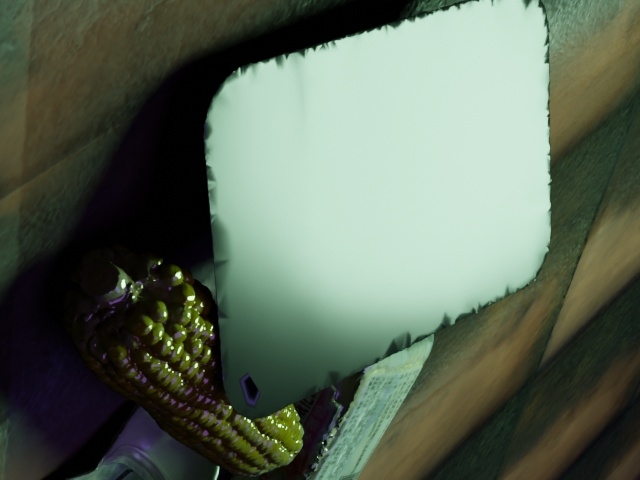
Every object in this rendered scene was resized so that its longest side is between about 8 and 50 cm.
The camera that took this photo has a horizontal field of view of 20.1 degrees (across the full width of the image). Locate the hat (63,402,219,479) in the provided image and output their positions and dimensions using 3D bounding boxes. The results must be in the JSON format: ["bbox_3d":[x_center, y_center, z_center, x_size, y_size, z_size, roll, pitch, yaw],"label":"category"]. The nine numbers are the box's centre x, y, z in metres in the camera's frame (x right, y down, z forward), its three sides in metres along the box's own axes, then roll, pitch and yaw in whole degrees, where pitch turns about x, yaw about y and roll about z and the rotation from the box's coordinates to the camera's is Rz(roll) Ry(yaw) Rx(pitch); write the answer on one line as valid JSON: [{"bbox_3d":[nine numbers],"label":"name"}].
[{"bbox_3d":[-0.155,0.188,1.362,0.122,0.081,0.166,42,63,-31],"label":"hat"}]

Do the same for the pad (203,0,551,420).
[{"bbox_3d":[0.034,-0.072,1.292,0.375,0.063,0.314,-21,117,-45],"label":"pad"}]

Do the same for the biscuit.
[{"bbox_3d":[-0.004,0.182,1.642,0.186,0.079,0.309,-4,127,-61],"label":"biscuit"}]

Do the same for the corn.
[{"bbox_3d":[-0.088,0.093,1.261,0.097,0.097,0.320,-51,151,-9],"label":"corn"}]
